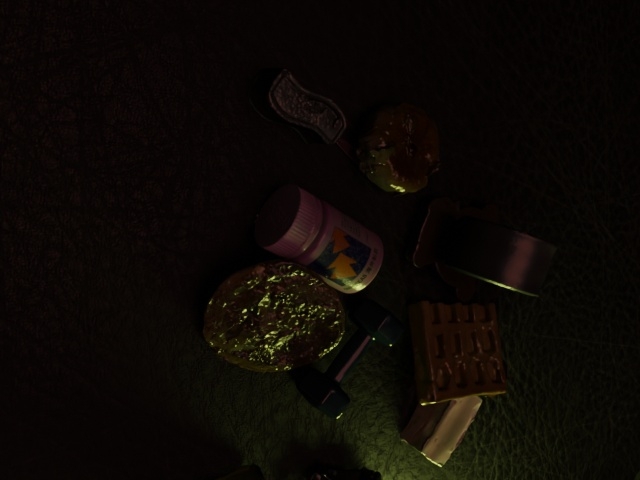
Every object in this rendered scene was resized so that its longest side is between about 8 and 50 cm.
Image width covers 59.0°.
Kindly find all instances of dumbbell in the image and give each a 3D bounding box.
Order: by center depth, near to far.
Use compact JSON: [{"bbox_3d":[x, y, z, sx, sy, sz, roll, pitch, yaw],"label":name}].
[{"bbox_3d":[0.078,0.315,1.533,0.325,0.160,0.144,-51,151,-13],"label":"dumbbell"}]

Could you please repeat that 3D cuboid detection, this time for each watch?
[{"bbox_3d":[0.470,0.036,1.605,0.335,0.327,0.314,18,91,-34],"label":"watch"}]

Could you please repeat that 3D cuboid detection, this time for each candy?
[{"bbox_3d":[0.391,0.570,1.811,0.155,0.115,0.265,38,80,-34],"label":"candy"}]

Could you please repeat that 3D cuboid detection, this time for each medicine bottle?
[{"bbox_3d":[0.000,0.000,1.386,0.290,0.178,0.178,30,85,-35],"label":"medicine bottle"}]

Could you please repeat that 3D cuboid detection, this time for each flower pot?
[{"bbox_3d":[-0.050,-0.306,1.323,0.229,0.108,0.103,27,88,-33],"label":"flower pot"}]

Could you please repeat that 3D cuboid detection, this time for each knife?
[{"bbox_3d":[0.116,-0.212,1.509,0.247,0.018,0.035,31,87,-31],"label":"knife"}]

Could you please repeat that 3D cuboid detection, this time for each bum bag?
[{"bbox_3d":[0.068,0.735,1.668,0.326,0.079,0.142,13,98,-35],"label":"bum bag"}]

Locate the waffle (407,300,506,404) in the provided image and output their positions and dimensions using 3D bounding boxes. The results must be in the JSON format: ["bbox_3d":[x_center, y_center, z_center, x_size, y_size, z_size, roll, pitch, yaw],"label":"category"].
[{"bbox_3d":[0.425,0.339,1.727,0.348,0.077,0.304,3,73,-31],"label":"waffle"}]

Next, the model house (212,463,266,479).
[{"bbox_3d":[-0.197,0.736,1.433,0.174,0.193,0.234,-7,108,-32],"label":"model house"}]

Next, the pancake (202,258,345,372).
[{"bbox_3d":[-0.114,0.191,1.359,0.356,0.065,0.356,-8,124,-12],"label":"pancake"}]

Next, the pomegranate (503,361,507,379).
[{"bbox_3d":[0.560,0.443,1.887,0.130,0.130,0.130,-8,106,-31],"label":"pomegranate"}]

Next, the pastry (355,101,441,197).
[{"bbox_3d":[0.213,-0.247,1.486,0.257,0.120,0.236,-38,112,-26],"label":"pastry"}]
